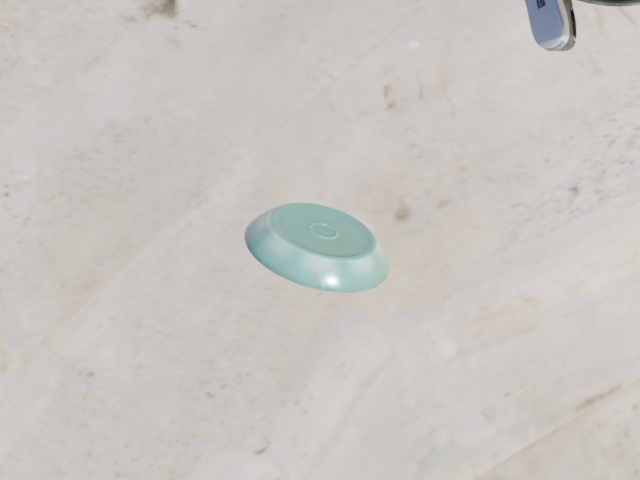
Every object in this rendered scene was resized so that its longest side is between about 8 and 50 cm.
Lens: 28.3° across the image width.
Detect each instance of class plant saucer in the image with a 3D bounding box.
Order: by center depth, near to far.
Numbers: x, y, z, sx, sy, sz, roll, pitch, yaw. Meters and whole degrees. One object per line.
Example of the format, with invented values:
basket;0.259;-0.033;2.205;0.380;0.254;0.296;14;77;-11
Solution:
plant saucer;0.000;0.000;1.003;0.119;0.119;0.021;27;120;18

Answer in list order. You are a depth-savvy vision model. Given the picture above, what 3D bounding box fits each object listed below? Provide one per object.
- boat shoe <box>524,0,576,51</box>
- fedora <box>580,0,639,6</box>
boat shoe;0.228;-0.256;1.278;0.049;0.040;0.142;-15;78;37
fedora;0.282;-0.350;1.064;0.152;0.334;0.334;-157;65;-66
